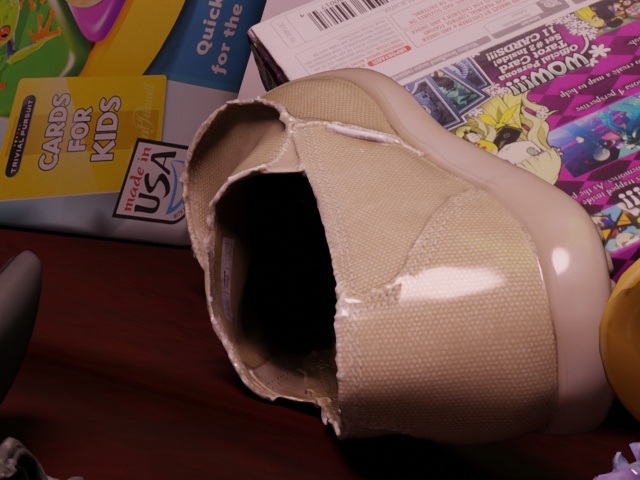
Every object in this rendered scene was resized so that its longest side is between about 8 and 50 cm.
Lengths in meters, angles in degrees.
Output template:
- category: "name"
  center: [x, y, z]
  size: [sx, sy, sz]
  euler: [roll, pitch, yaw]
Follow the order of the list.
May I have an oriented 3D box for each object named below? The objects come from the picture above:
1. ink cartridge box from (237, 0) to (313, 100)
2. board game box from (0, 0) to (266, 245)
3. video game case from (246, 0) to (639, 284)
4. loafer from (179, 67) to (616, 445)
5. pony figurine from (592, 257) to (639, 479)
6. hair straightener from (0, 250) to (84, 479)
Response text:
- category: "ink cartridge box"
  center: [-0.060, -0.159, 1.309]
  size: [0.207, 0.119, 0.353]
  euler: [46, 0, -16]
- category: "board game box"
  center: [-0.151, -0.139, 0.766]
  size: [0.079, 0.253, 0.336]
  euler: [24, 11, 39]
- category: "video game case"
  center: [0.114, -0.064, 0.796]
  size: [0.232, 0.042, 0.210]
  euler: [-24, 43, -10]
- category: "loafer"
  center: [0.000, 0.000, 0.670]
  size: [0.092, 0.102, 0.268]
  euler: [-6, 12, -22]
- category: "pony figurine"
  center: [0.206, -0.015, 0.498]
  size: [0.303, 0.351, 0.363]
  euler: [30, 38, 23]
- category: "hair straightener"
  center: [-0.074, 0.042, 0.423]
  size: [0.089, 0.047, 0.230]
  euler: [15, 8, -8]
